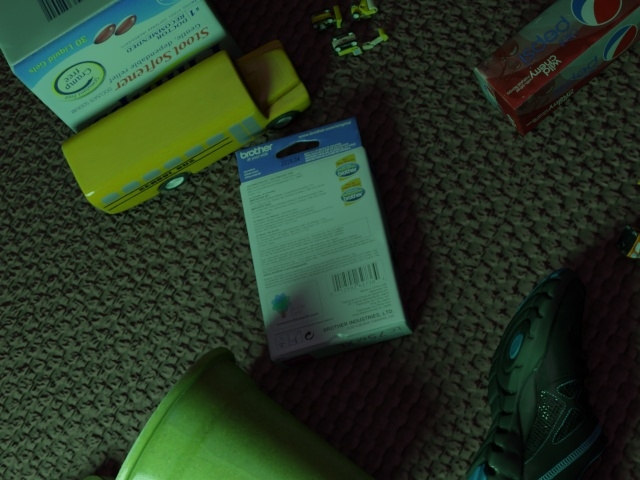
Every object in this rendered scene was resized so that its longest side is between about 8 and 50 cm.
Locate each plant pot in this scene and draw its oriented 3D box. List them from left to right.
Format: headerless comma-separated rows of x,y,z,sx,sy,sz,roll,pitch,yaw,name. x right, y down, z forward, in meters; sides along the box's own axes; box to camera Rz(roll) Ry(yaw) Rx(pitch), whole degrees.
-0.078,0.307,1.524,0.254,0.276,0.276,29,80,12,plant pot

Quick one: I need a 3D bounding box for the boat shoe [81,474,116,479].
-0.337,0.361,1.687,0.153,0.048,0.056,-39,76,7,boat shoe

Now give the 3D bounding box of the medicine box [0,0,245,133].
-0.280,-0.290,1.779,0.263,0.289,0.149,-32,64,4,medicine box

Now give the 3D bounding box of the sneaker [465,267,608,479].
0.275,0.200,1.537,0.140,0.125,0.340,20,72,-5,sneaker

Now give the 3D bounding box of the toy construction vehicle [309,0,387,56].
0.041,-0.304,1.834,0.098,0.035,0.086,-20,54,6,toy construction vehicle

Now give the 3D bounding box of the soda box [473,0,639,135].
0.337,-0.265,1.696,0.263,0.083,0.092,-39,63,0,soda box

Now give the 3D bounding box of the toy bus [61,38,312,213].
-0.182,-0.164,1.780,0.333,0.130,0.108,-29,76,5,toy bus

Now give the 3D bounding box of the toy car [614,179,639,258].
0.412,-0.030,1.600,0.041,0.060,0.122,25,84,-8,toy car

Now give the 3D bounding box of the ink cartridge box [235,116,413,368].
0.000,0.000,1.709,0.186,0.065,0.311,-17,68,10,ink cartridge box
